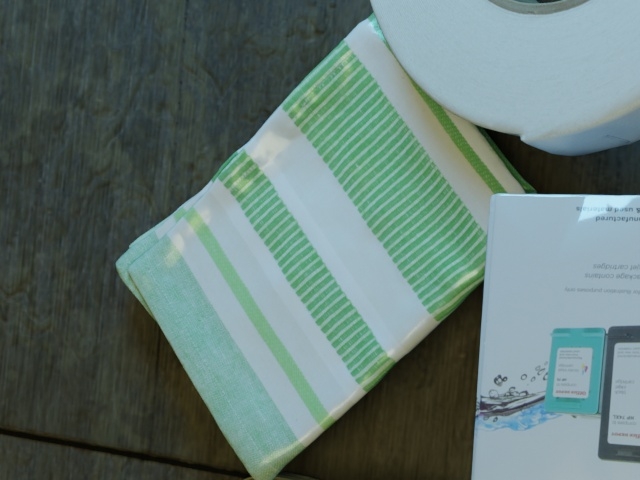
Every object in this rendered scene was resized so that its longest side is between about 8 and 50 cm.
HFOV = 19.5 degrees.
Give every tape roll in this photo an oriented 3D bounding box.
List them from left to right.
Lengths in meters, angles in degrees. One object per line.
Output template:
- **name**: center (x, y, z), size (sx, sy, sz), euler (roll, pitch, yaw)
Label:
- **tape roll**: center (0.191, -0.261, 1.363), size (0.392, 0.072, 0.392), euler (-7, 79, 42)

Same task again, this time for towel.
- **towel**: center (0.000, 0.000, 1.503), size (0.325, 0.038, 0.248), euler (-43, 62, 15)

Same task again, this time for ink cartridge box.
- **ink cartridge box**: center (0.228, 0.120, 1.336), size (0.197, 0.198, 0.270), euler (1, 78, 19)

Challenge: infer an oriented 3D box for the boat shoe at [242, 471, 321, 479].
- **boat shoe**: center (0.051, 0.247, 1.486), size (0.302, 0.098, 0.109), euler (8, 94, 20)
